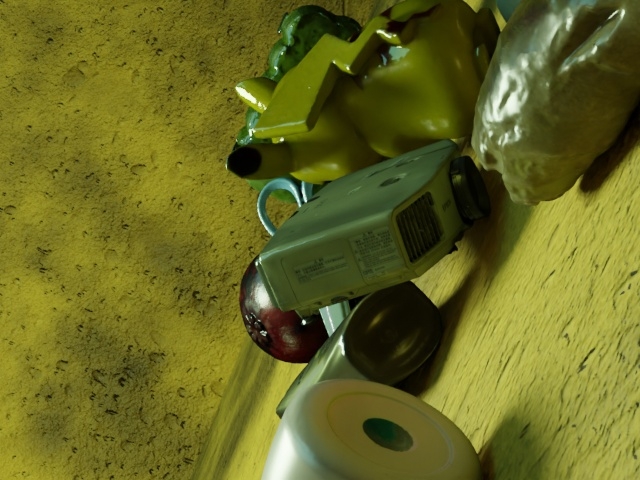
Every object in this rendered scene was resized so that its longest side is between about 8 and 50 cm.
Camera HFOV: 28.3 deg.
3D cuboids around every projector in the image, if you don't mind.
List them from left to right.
[{"bbox_3d":[0.065,-0.018,1.226,0.193,0.088,0.269,-19,12,22],"label":"projector"}]

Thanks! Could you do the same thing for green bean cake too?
[{"bbox_3d":[0.030,-0.161,1.676,0.156,0.246,0.250,-98,30,-77],"label":"green bean cake"}]

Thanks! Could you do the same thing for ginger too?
[{"bbox_3d":[0.180,-0.130,0.871,0.263,0.109,0.116,121,172,-53],"label":"ginger"}]

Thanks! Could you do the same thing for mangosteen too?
[{"bbox_3d":[-0.016,0.073,1.737,0.200,0.199,0.200,-158,90,-84],"label":"mangosteen"}]

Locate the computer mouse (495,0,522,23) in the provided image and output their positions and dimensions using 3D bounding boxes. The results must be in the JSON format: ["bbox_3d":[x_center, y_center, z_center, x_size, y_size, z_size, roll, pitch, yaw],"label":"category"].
[{"bbox_3d":[0.231,-0.325,1.412,0.089,0.056,0.182,147,145,-72],"label":"computer mouse"}]

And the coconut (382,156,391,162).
[{"bbox_3d":[0.084,-0.060,1.523,0.124,0.110,0.110,109,-179,-66],"label":"coconut"}]

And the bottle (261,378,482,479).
[{"bbox_3d":[0.012,0.234,0.922,0.147,0.147,0.237,-82,10,-67],"label":"bottle"}]

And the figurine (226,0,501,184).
[{"bbox_3d":[0.046,-0.153,1.405,0.326,0.169,0.218,-28,24,26],"label":"figurine"}]

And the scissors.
[{"bbox_3d":[0.004,0.036,1.578,0.030,0.125,0.256,17,-124,-71],"label":"scissors"}]

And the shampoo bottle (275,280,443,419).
[{"bbox_3d":[0.028,0.143,1.334,0.125,0.084,0.350,-42,-6,-23],"label":"shampoo bottle"}]
